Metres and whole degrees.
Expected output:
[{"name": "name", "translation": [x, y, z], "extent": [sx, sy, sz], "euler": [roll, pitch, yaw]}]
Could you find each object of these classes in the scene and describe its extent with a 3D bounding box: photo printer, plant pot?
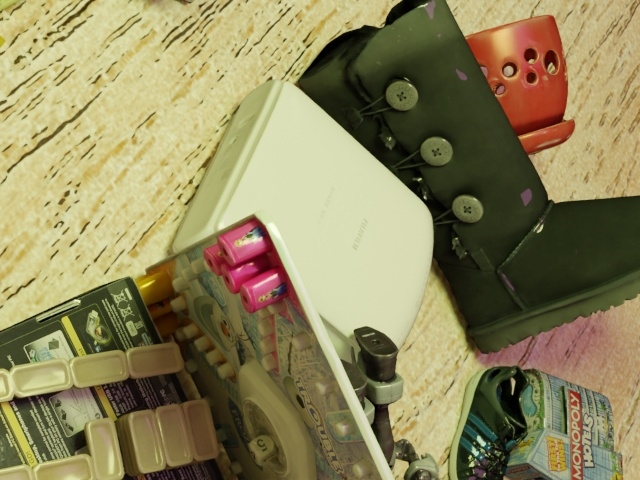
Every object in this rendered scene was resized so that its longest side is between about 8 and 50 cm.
[{"name": "photo printer", "translation": [0.000, 0.000, 1.627], "extent": [0.307, 0.107, 0.256], "euler": [41, 51, -24]}, {"name": "plant pot", "translation": [0.243, -0.194, 1.872], "extent": [0.191, 0.191, 0.174], "euler": [-21, 93, -45]}]

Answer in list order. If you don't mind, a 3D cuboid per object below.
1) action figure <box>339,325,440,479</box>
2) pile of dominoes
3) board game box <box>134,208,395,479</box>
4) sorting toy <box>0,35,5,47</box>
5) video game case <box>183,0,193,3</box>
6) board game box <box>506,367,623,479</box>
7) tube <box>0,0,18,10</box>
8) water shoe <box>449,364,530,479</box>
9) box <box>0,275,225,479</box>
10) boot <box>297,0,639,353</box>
[{"name": "action figure", "translation": [0.052, 0.248, 1.550], "extent": [0.185, 0.099, 0.285], "euler": [-20, 118, -33]}, {"name": "pile of dominoes", "translation": [-0.210, 0.204, 1.287], "extent": [0.251, 0.040, 0.196], "euler": [-6, 77, -35]}, {"name": "board game box", "translation": [-0.052, 0.185, 1.328], "extent": [0.050, 0.390, 0.389], "euler": [-25, 91, -23]}, {"name": "sorting toy", "translation": [-0.437, -0.206, 1.342], "extent": [0.275, 0.046, 0.132], "euler": [22, 60, -35]}, {"name": "video game case", "translation": [-0.222, -0.413, 1.625], "extent": [0.210, 0.042, 0.232], "euler": [17, 63, -36]}, {"name": "board game box", "translation": [0.316, 0.268, 1.853], "extent": [0.194, 0.060, 0.194], "euler": [22, 60, -36]}, {"name": "tube", "translation": [-0.288, -0.307, 1.483], "extent": [0.062, 0.070, 0.240], "euler": [40, 56, 14]}, {"name": "water shoe", "translation": [0.213, 0.247, 1.750], "extent": [0.073, 0.080, 0.203], "euler": [28, 57, -32]}, {"name": "box", "translation": [-0.231, 0.268, 1.319], "extent": [0.318, 0.097, 0.394], "euler": [-27, 93, -47]}, {"name": "boot", "translation": [0.235, -0.116, 1.727], "extent": [0.445, 0.367, 0.146], "euler": [58, 22, -9]}]
